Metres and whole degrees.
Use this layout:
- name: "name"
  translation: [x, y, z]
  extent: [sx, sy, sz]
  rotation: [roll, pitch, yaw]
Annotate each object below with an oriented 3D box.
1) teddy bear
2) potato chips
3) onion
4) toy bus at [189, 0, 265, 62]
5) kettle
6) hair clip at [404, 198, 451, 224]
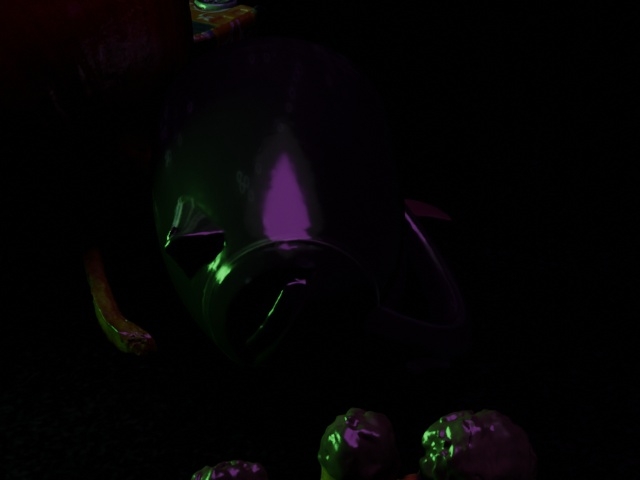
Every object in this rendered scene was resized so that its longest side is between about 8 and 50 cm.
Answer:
- name: "teddy bear"
  translation: [0.015, 0.179, 0.664]
  extent: [0.190, 0.177, 0.140]
  rotation: [2, -20, 0]
- name: "potato chips"
  translation: [-0.177, 0.043, 1.057]
  extent: [0.037, 0.026, 0.204]
  rotation: [-5, 25, -20]
- name: "onion"
  translation: [-0.264, -0.172, 1.137]
  extent: [0.341, 0.341, 0.341]
  rotation: [1, 25, 0]
- name: "toy bus"
  translation: [-0.218, -0.221, 1.488]
  extent: [0.275, 0.138, 0.167]
  rotation: [16, 31, 24]
- name: "kettle"
  translation: [0.000, 0.000, 0.988]
  extent: [0.268, 0.207, 0.290]
  rotation: [23, 25, -20]
- name: "hair clip"
  translation: [0.058, -0.022, 1.206]
  extent: [0.137, 0.022, 0.054]
  rotation: [-8, 24, -17]
